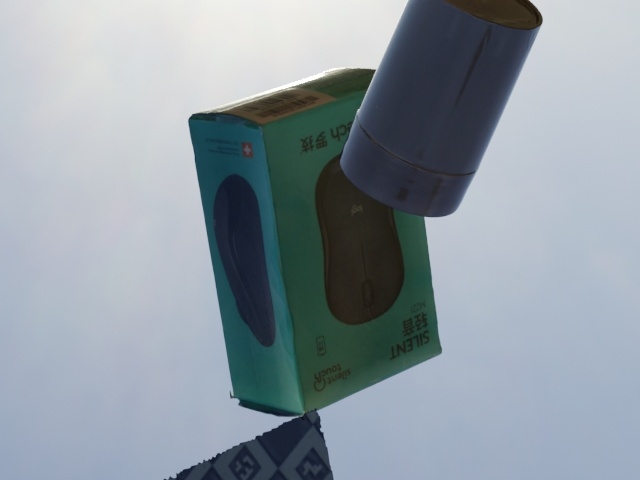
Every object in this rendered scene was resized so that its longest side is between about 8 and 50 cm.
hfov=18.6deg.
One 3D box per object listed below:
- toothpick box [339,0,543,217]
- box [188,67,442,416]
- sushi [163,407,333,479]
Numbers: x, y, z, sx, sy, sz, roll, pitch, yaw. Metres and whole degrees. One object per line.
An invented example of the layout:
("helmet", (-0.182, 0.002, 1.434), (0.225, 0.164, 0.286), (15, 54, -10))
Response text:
("toothpick box", (0.096, -0.119, 1.583), (0.111, 0.180, 0.111), (18, -153, -10))
("box", (0.000, 0.000, 1.959), (0.205, 0.311, 0.118), (-19, -160, -36))
("sushi", (-0.059, 0.336, 1.814), (0.059, 0.294, 0.292), (3, -112, -50))
